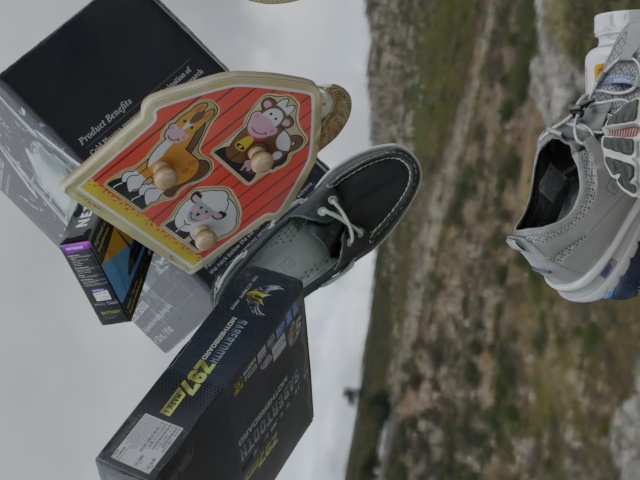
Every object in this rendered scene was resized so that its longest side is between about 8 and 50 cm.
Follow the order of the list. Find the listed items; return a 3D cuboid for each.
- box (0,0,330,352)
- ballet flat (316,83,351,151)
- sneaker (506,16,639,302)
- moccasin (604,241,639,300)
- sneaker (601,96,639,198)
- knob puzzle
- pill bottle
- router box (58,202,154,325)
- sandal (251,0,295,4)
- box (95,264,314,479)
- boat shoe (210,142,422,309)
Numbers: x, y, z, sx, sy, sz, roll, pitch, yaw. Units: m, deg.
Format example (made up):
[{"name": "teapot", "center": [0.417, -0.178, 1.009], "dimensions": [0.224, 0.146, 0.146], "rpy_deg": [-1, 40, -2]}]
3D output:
[{"name": "box", "center": [-0.286, -0.102, 1.796], "dimensions": [0.297, 0.472, 0.480], "rpy_deg": [-44, 2, -24]}, {"name": "ballet flat", "center": [-0.028, -0.118, 1.128], "dimensions": [0.206, 0.073, 0.067], "rpy_deg": [-56, -26, -35]}, {"name": "sneaker", "center": [0.257, -0.090, 0.960], "dimensions": [0.105, 0.115, 0.281], "rpy_deg": [1, 66, 57]}, {"name": "moccasin", "center": [0.432, -0.070, 1.461], "dimensions": [0.138, 0.117, 0.342], "rpy_deg": [97, -178, -57]}, {"name": "sneaker", "center": [0.361, -0.058, 0.823], "dimensions": [0.118, 0.279, 0.107], "rpy_deg": [21, -105, -66]}, {"name": "knob puzzle", "center": [-0.076, -0.057, 0.845], "dimensions": [0.213, 0.213, 0.030], "rpy_deg": [94, 154, -47]}, {"name": "pill bottle", "center": [0.514, -0.256, 1.785], "dimensions": [0.136, 0.136, 0.245], "rpy_deg": [-35, -57, -82]}, {"name": "router box", "center": [-0.260, -0.002, 1.337], "dimensions": [0.179, 0.046, 0.133], "rpy_deg": [-83, -21, -50]}, {"name": "sandal", "center": [-0.072, -0.286, 1.125], "dimensions": [0.079, 0.240, 0.088], "rpy_deg": [53, 130, 46]}, {"name": "box", "center": [-0.083, 0.162, 0.884], "dimensions": [0.232, 0.059, 0.183], "rpy_deg": [-52, -29, -41]}, {"name": "boat shoe", "center": [0.000, 0.000, 1.256], "dimensions": [0.302, 0.114, 0.091], "rpy_deg": [-43, 5, 3]}]
